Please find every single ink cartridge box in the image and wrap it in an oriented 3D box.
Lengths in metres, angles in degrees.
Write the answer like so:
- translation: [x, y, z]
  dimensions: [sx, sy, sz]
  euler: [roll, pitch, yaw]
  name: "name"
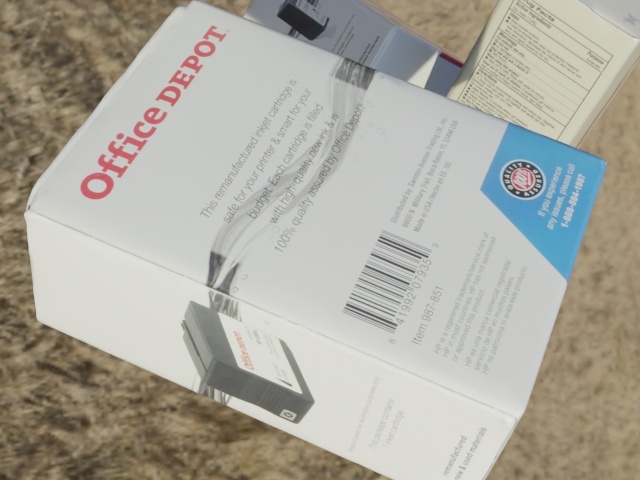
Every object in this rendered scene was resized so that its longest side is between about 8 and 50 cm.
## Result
- translation: [0.000, 0.000, 0.740]
  dimensions: [0.129, 0.308, 0.223]
  euler: [104, 12, -51]
  name: "ink cartridge box"
- translation: [0.054, -0.257, 1.502]
  dimensions: [0.197, 0.114, 0.273]
  euler: [18, 20, -45]
  name: "ink cartridge box"

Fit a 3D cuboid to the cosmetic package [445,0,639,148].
- translation: [0.244, -0.174, 1.272]
  dimensions: [0.153, 0.296, 0.129]
  euler: [40, 46, 11]
  name: "cosmetic package"
